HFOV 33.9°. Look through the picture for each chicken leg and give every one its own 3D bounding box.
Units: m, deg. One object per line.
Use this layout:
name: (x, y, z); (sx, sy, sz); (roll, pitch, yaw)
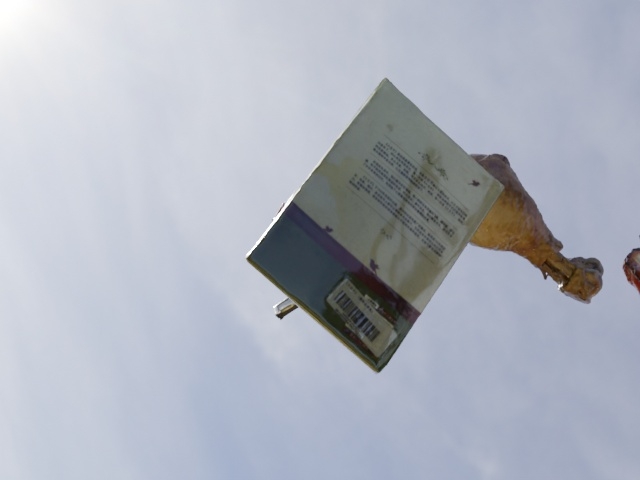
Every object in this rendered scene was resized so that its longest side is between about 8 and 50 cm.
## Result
chicken leg: (0.255, -0.010, 1.319); (0.251, 0.087, 0.107); (39, -63, -4)

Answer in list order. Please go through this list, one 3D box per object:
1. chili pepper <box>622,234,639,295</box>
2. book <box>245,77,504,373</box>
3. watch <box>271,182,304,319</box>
chili pepper: (0.242, 0.053, 0.680); (0.178, 0.045, 0.027); (-111, -159, -55)
book: (0.068, -0.021, 1.176); (0.201, 0.289, 0.026); (41, -25, -8)
watch: (0.003, -0.008, 1.609); (0.165, 0.268, 0.102); (52, 4, -30)
